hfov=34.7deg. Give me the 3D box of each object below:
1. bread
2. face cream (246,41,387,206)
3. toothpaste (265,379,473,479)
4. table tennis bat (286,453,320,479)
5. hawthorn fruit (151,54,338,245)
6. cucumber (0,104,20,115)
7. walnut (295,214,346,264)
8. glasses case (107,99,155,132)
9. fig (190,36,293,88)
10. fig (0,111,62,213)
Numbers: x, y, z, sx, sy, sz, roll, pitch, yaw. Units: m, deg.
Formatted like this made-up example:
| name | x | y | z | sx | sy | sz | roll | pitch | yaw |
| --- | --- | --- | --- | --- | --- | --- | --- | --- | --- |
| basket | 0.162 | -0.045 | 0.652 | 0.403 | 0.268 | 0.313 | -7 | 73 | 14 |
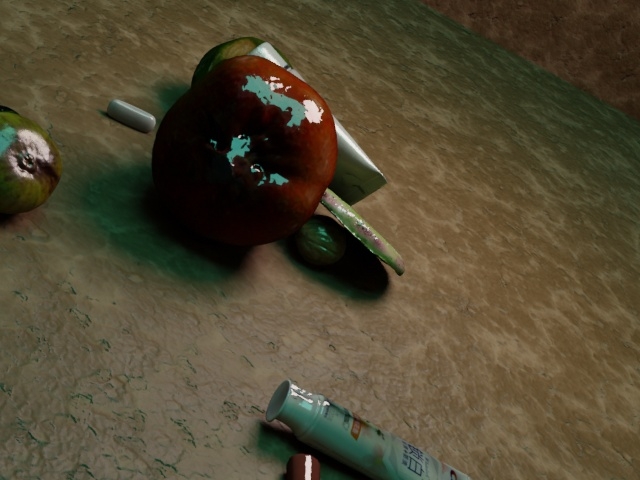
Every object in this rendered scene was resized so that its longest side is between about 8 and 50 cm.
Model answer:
| name | x | y | z | sx | sy | sz | roll | pitch | yaw |
| --- | --- | --- | --- | --- | --- | --- | --- | --- | --- |
| bread | 0.062 | -0.024 | 1.725 | 0.228 | 0.033 | 0.228 | 44 | 1 | -1 |
| face cream | -0.023 | -0.192 | 1.740 | 0.314 | 0.143 | 0.089 | 51 | 55 | -6 |
| toothpaste | 0.079 | 0.282 | 1.341 | 0.323 | 0.066 | 0.100 | 31 | 28 | -16 |
| table tennis bat | -0.023 | 0.359 | 1.133 | 0.200 | 0.038 | 0.310 | 26 | 30 | -15 |
| hawthorn fruit | -0.101 | -0.137 | 1.571 | 0.295 | 0.295 | 0.311 | 40 | 34 | 12 |
| cucumber | -0.494 | -0.149 | 1.408 | 0.074 | 0.074 | 0.241 | 39 | 27 | 11 |
| walnut | 0.000 | 0.000 | 1.677 | 0.092 | 0.092 | 0.092 | 25 | 29 | -15 |
| glasses case | -0.318 | -0.209 | 1.722 | 0.083 | 0.032 | 0.021 | 23 | 27 | -16 |
| fig | -0.160 | -0.260 | 1.850 | 0.245 | 0.195 | 0.195 | -37 | 69 | -25 |
| fig | -0.412 | -0.103 | 1.363 | 0.153 | 0.120 | 0.136 | -6 | 87 | -79 |
